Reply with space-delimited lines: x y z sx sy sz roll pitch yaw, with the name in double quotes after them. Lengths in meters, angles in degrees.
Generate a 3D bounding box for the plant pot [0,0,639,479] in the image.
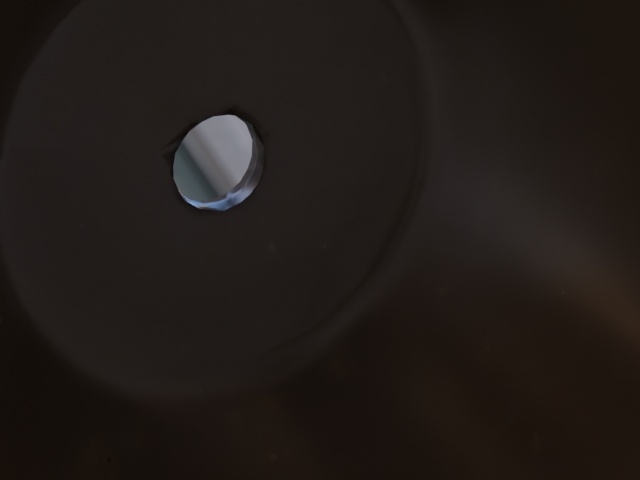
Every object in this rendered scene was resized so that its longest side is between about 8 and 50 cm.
0.000 0.000 0.355 0.237 0.109 0.237 -12 -65 -26 "plant pot"
